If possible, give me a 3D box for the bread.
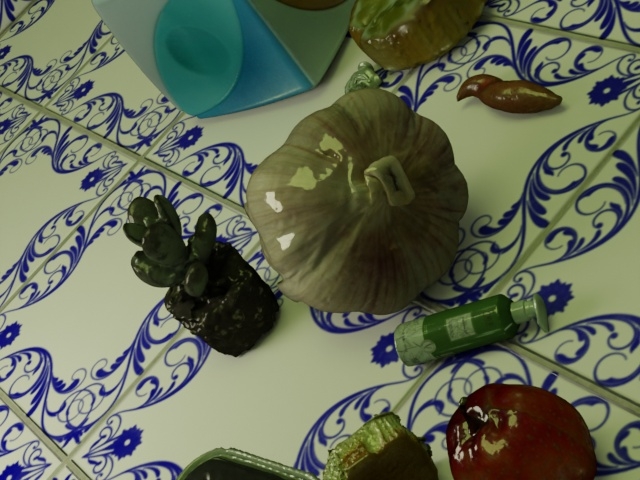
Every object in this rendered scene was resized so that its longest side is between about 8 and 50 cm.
[{"bbox_3d":[0.070,0.283,1.602,0.140,0.128,0.069,-36,31,5],"label":"bread"}]

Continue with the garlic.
[{"bbox_3d":[0.060,-0.048,1.827,0.322,0.322,0.241,-40,33,1],"label":"garlic"}]

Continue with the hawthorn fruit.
[{"bbox_3d":[0.211,0.227,1.480,0.157,0.194,0.157,-34,35,28],"label":"hawthorn fruit"}]

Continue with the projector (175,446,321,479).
[{"bbox_3d":[-0.056,0.410,1.479,0.248,0.249,0.248,8,58,46],"label":"projector"}]

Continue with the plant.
[{"bbox_3d":[-0.183,0.046,1.965,0.149,0.274,0.146,-48,31,-11],"label":"plant"}]

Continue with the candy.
[{"bbox_3d":[0.166,-0.407,2.261,0.260,0.118,0.260,-27,36,22],"label":"candy"}]

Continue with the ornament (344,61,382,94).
[{"bbox_3d":[0.070,-0.269,2.267,0.068,0.041,0.092,-29,27,7],"label":"ornament"}]

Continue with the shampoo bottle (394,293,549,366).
[{"bbox_3d":[0.199,0.114,1.726,0.204,0.065,0.065,-19,41,27],"label":"shampoo bottle"}]

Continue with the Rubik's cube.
[{"bbox_3d":[-0.162,-0.468,2.423,0.351,0.347,0.352,-10,46,36],"label":"Rubik's cube"}]

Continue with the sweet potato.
[{"bbox_3d":[0.283,-0.222,2.008,0.202,0.058,0.055,20,87,50],"label":"sweet potato"}]
